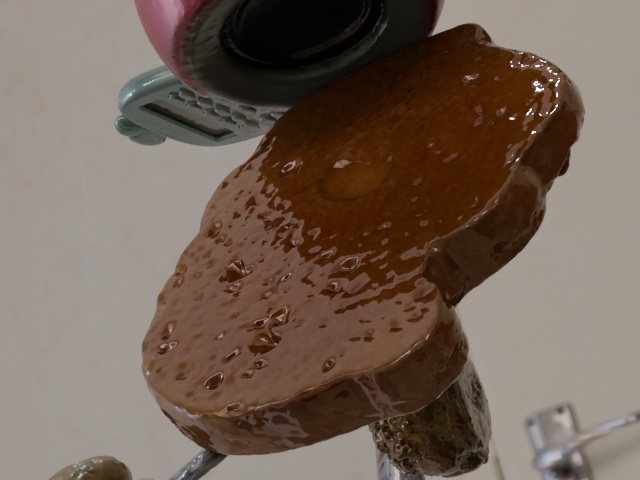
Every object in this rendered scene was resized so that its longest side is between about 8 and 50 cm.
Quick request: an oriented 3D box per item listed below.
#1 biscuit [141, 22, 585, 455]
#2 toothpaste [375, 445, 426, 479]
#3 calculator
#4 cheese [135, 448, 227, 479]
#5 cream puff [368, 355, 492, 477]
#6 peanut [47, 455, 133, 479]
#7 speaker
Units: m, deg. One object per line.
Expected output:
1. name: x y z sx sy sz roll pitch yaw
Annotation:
1. biscuit: 0.028 -0.018 0.956 0.350 0.455 0.078 2 -43 42
2. toothpaste: 0.102 0.302 1.516 0.073 0.299 0.114 -2 -36 -10
3. calculator: -0.130 -0.164 1.389 0.295 0.042 0.184 -12 -22 38
4. cheese: -0.147 0.222 0.954 0.235 0.050 0.127 -43 -5 32
5. cream puff: 0.104 0.168 1.167 0.115 0.150 0.165 -17 -50 18
6. peanut: -0.297 0.317 1.368 0.099 0.099 0.214 -28 2 22
7. speaker: -0.033 -0.252 1.067 0.294 0.294 0.294 -9 -32 -6
